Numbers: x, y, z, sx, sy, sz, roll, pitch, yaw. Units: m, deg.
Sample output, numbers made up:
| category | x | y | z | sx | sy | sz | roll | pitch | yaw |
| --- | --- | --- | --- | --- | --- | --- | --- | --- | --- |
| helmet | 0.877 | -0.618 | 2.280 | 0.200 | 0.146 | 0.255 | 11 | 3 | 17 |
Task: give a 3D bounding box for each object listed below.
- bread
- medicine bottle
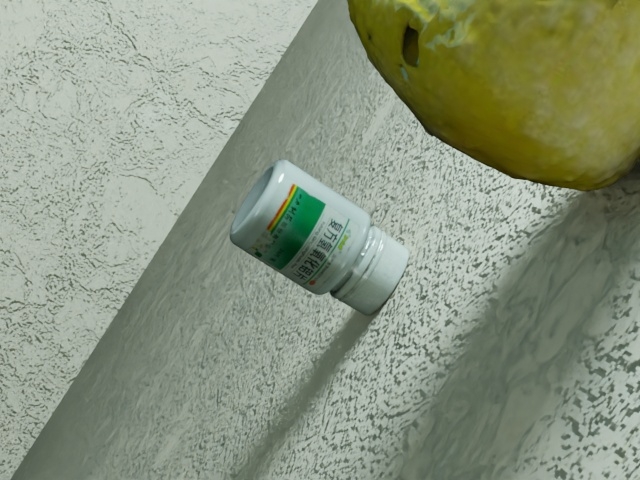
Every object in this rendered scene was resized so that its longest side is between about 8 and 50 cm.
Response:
| category | x | y | z | sx | sy | sz | roll | pitch | yaw |
| --- | --- | --- | --- | --- | --- | --- | --- | --- | --- |
| bread | 0.123 | -0.123 | 0.794 | 0.170 | 0.197 | 0.197 | -50 | 14 | 11 |
| medicine bottle | 0.000 | 0.000 | 1.088 | 0.080 | 0.130 | 0.080 | -54 | 12 | 17 |
